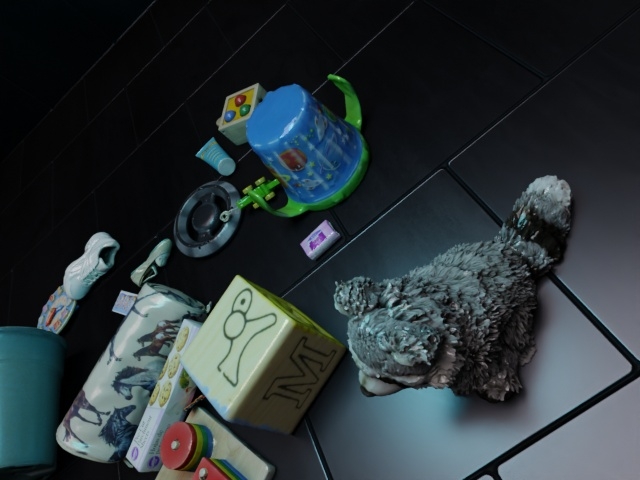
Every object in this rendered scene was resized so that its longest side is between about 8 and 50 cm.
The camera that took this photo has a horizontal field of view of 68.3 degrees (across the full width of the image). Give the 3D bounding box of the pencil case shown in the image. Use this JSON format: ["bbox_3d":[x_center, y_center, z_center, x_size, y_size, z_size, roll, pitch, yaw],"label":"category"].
[{"bbox_3d":[-0.417,0.295,1.094,0.411,0.183,0.160,-63,20,-10],"label":"pencil case"}]

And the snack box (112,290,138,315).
[{"bbox_3d":[-0.519,0.184,1.322,0.178,0.022,0.064,5,69,38],"label":"snack box"}]

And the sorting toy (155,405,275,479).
[{"bbox_3d":[-0.251,0.489,0.904,0.255,0.089,0.257,17,76,41],"label":"sorting toy"}]

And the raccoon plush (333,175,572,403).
[{"bbox_3d":[0.194,0.033,0.695,0.216,0.299,0.447,11,72,40],"label":"raccoon plush"}]

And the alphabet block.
[{"bbox_3d":[-0.106,0.214,0.886,0.192,0.193,0.197,32,85,42],"label":"alphabet block"}]

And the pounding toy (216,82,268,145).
[{"bbox_3d":[-0.246,-0.384,1.400,0.205,0.094,0.181,-11,59,31],"label":"pounding toy"}]

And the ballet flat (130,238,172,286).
[{"bbox_3d":[-0.470,0.067,1.344,0.168,0.057,0.052,-44,75,12],"label":"ballet flat"}]

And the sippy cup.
[{"bbox_3d":[-0.040,-0.219,1.065,0.239,0.224,0.306,-12,58,30],"label":"sippy cup"}]

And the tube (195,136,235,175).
[{"bbox_3d":[-0.314,-0.252,1.411,0.080,0.052,0.207,-43,40,-5],"label":"tube"}]

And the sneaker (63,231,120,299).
[{"bbox_3d":[-0.716,0.086,1.482,0.115,0.090,0.232,17,76,37],"label":"sneaker"}]

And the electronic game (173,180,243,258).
[{"bbox_3d":[-0.309,-0.060,1.289,0.229,0.048,0.230,-12,63,24],"label":"electronic game"}]

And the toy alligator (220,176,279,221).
[{"bbox_3d":[-0.177,-0.110,1.219,0.189,0.056,0.051,-32,9,11],"label":"toy alligator"}]

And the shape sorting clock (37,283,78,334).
[{"bbox_3d":[-0.860,0.230,1.534,0.206,0.040,0.206,-18,56,27],"label":"shape sorting clock"}]

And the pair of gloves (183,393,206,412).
[{"bbox_3d":[-0.256,0.336,1.014,0.083,0.074,0.010,-38,87,11],"label":"pair of gloves"}]

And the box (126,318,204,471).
[{"bbox_3d":[-0.323,0.337,1.037,0.067,0.063,0.324,18,83,42],"label":"box"}]

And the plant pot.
[{"bbox_3d":[-0.829,0.453,1.212,0.341,0.341,0.334,-33,58,17],"label":"plant pot"}]

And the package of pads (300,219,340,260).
[{"bbox_3d":[0.000,0.000,1.039,0.083,0.032,0.050,-43,46,8],"label":"package of pads"}]
